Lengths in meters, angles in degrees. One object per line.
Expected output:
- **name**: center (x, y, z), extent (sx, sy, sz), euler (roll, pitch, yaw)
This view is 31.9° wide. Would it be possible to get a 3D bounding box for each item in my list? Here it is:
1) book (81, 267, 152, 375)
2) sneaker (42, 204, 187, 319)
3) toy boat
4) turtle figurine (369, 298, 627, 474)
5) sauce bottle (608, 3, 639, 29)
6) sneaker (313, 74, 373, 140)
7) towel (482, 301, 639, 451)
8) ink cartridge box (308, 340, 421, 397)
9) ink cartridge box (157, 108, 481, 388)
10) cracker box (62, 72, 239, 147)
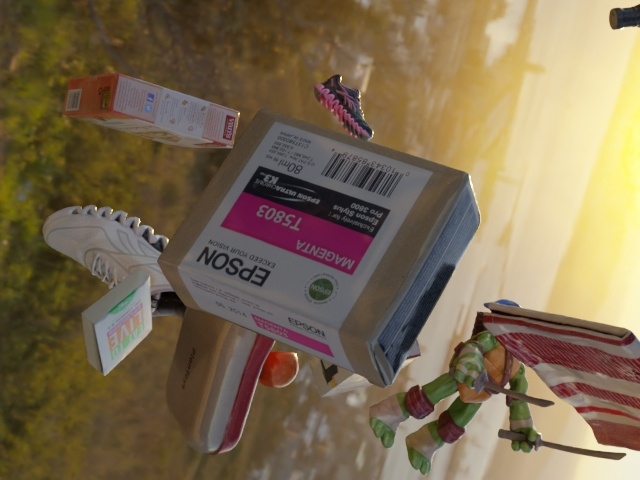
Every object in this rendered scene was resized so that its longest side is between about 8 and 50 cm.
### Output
- **book**: center (-0.261, 0.104, 1.447), extent (0.096, 0.035, 0.144), euler (-42, 161, -26)
- **sneaker**: center (-0.274, 0.040, 1.639), extent (0.110, 0.292, 0.118), euler (116, -6, -54)
- **toy boat**: center (-0.097, 0.156, 1.427), extent (0.151, 0.151, 0.231), euler (4, 115, -31)
- **turtle figurine**: center (0.217, 0.237, 1.528), extent (0.266, 0.274, 0.198), euler (-37, 157, 19)
- **sauce bottle**: center (0.408, -0.270, 1.329), extent (0.042, 0.128, 0.042), euler (174, -90, -81)
- **sneaker**: center (0.045, -0.204, 1.692), extent (0.057, 0.119, 0.047), euler (-38, 170, -17)
- **towel**: center (0.371, 0.193, 1.404), extent (0.329, 0.237, 0.037), euler (43, 70, -32)
- **ink cartridge box**: center (0.074, 0.202, 1.912), extent (0.175, 0.128, 0.072), euler (-48, -123, 59)
- **ink cartridge box**: center (0.000, 0.000, 1.032), extent (0.193, 0.235, 0.088), euler (-58, 151, -23)
- **cracker box**: center (-0.268, -0.202, 1.780), extent (0.232, 0.156, 0.067), euler (13, 85, -40)
